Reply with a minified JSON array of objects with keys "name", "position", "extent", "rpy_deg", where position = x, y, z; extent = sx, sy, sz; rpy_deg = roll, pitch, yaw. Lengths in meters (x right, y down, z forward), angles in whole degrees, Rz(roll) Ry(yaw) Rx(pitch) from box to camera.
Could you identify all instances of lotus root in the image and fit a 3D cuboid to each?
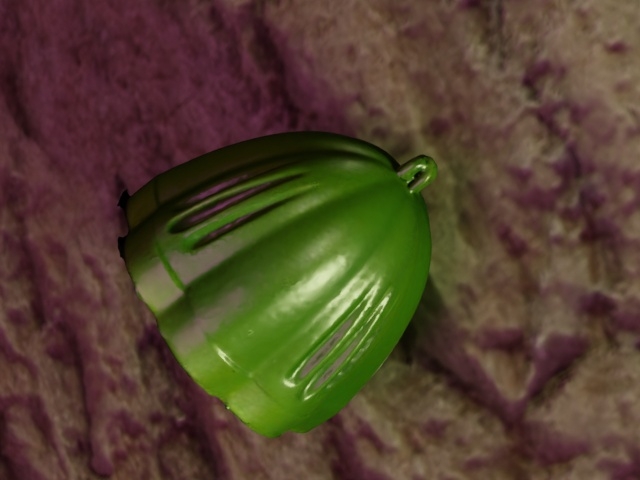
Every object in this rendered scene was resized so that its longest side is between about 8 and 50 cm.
[{"name":"lotus root","position":[0.000,0.000,1.103],"extent":[0.186,0.186,0.186],"rpy_deg":[8,102,41]}]
